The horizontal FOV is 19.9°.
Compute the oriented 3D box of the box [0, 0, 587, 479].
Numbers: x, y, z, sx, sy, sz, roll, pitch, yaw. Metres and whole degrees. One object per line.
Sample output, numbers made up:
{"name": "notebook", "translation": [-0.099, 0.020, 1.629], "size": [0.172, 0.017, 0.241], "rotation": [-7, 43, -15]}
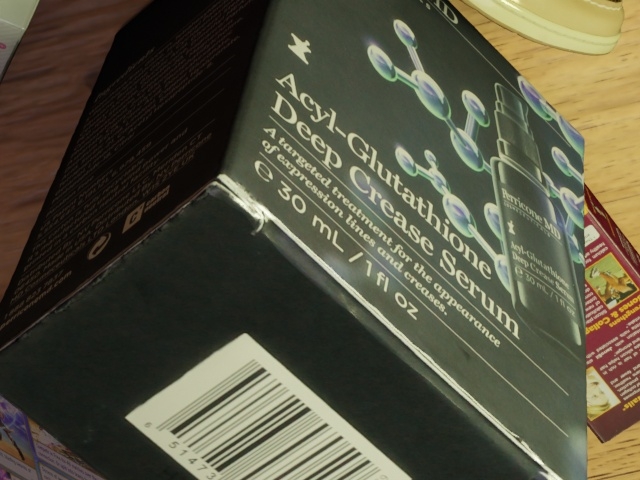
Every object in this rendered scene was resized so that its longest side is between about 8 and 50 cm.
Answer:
{"name": "box", "translation": [0.000, 0.000, 1.162], "size": [0.212, 0.395, 0.293], "rotation": [-37, 114, 28]}

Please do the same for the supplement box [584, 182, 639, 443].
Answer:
{"name": "supplement box", "translation": [0.200, 0.048, 1.384], "size": [0.104, 0.081, 0.188], "rotation": [-34, 113, 15]}

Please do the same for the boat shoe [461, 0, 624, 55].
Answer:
{"name": "boat shoe", "translation": [0.097, -0.214, 1.186], "size": [0.285, 0.104, 0.089], "rotation": [27, 113, -25]}

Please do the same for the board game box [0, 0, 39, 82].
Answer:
{"name": "board game box", "translation": [-0.349, -0.170, 1.202], "size": [0.303, 0.097, 0.224], "rotation": [25, 142, -12]}

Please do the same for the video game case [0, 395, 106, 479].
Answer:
{"name": "video game case", "translation": [-0.174, 0.199, 1.366], "size": [0.061, 0.269, 0.244], "rotation": [-30, 124, -34]}
